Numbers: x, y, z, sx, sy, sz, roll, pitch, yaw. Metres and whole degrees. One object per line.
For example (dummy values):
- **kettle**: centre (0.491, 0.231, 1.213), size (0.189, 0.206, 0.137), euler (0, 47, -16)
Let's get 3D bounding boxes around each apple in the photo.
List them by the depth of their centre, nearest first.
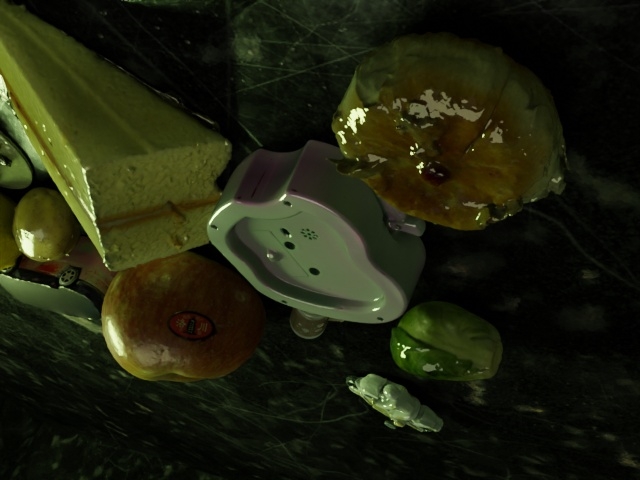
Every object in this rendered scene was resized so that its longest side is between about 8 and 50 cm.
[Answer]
- **apple**: centre (-0.272, 0.165, 1.383), size (0.310, 0.250, 0.277), euler (19, 149, 4)

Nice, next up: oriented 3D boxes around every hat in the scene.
- **hat**: centre (-0.686, -0.137, 1.317), size (0.257, 0.130, 0.257), euler (17, 150, 10)

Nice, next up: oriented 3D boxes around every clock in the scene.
- **clock**: centre (0.000, 0.000, 1.074), size (0.339, 0.102, 0.338), euler (17, 149, 11)

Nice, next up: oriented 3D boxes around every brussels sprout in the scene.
- **brussels sprout**: centre (0.201, 0.171, 1.172), size (0.145, 0.131, 0.183), euler (38, 153, -32)

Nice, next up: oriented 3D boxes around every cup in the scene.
- **cup**: centre (-0.004, 0.137, 1.319), size (0.102, 0.074, 0.099), euler (22, 150, 4)

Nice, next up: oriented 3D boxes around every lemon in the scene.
- **lemon**: centre (-0.704, -0.024, 1.458), size (0.203, 0.178, 0.178), euler (48, 147, -2)

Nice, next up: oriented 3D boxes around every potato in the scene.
- **potato**: centre (-0.543, -0.029, 1.393), size (0.137, 0.137, 0.176), euler (21, 148, 6)

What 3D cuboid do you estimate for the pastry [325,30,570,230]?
- **pastry**: centre (0.134, -0.112, 0.780), size (0.257, 0.120, 0.236), euler (-13, 133, 45)

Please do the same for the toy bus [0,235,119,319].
- **toy bus**: centre (-0.559, 0.071, 1.538), size (0.303, 0.147, 0.127), euler (6, 144, 26)

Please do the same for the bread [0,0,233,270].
- **bread**: centre (-0.335, -0.178, 1.109), size (0.404, 0.242, 0.345), euler (58, 153, 8)

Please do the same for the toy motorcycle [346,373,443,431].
- **toy motorcycle**: centre (0.161, 0.353, 1.549), size (0.229, 0.074, 0.151), euler (31, 156, 7)
